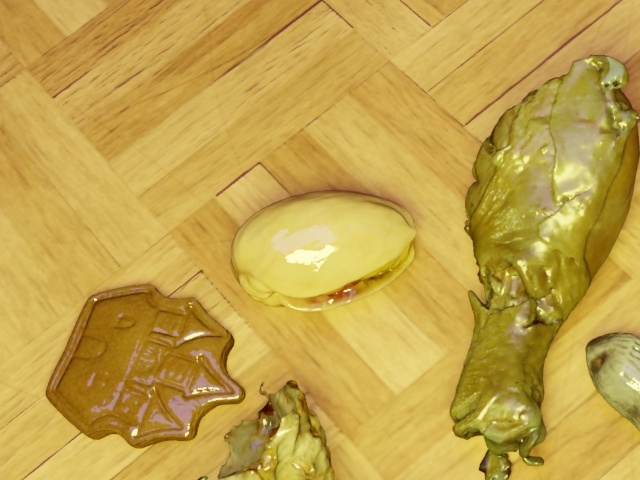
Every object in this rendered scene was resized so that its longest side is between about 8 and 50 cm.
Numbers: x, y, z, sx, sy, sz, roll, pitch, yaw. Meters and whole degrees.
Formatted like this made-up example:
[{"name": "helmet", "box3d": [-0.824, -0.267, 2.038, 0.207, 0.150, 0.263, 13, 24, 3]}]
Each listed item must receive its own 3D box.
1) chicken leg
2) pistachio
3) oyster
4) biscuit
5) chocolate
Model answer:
[{"name": "chicken leg", "box3d": [0.216, 0.029, 1.301, 0.201, 0.152, 0.429, -2, 66, 45]}, {"name": "pistachio", "box3d": [0.000, 0.000, 1.381, 0.200, 0.117, 0.145, -18, 54, 2]}, {"name": "oyster", "box3d": [-0.095, 0.287, 1.207, 0.133, 0.198, 0.337, 30, 79, 11]}, {"name": "biscuit", "box3d": [-0.180, 0.137, 1.395, 0.215, 0.034, 0.182, 12, 66, 19]}, {"name": "chocolate", "box3d": [0.320, 0.153, 1.249, 0.072, 0.072, 0.167, -36, 60, -8]}]
